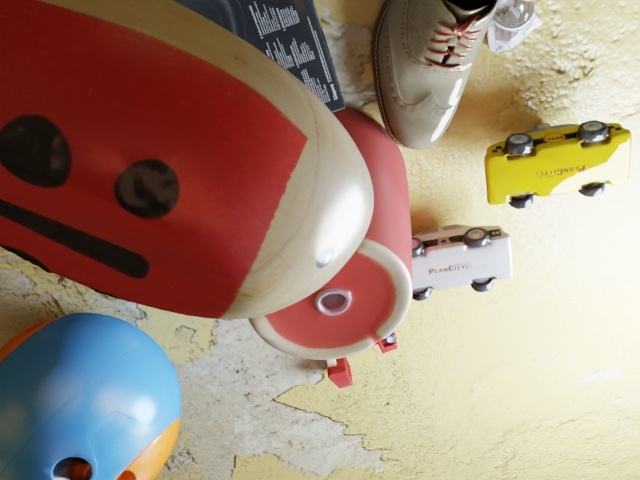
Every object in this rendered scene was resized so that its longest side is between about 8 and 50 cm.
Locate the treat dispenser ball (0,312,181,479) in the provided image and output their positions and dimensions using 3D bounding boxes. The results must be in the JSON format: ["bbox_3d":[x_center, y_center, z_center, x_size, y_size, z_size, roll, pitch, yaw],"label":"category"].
[{"bbox_3d":[-0.349,0.249,0.977,0.289,0.288,0.288,-3,127,-4],"label":"treat dispenser ball"}]

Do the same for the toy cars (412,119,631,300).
[{"bbox_3d":[0.248,-0.047,0.957,0.177,0.087,0.393,31,121,-21],"label":"toy cars"}]

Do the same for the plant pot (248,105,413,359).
[{"bbox_3d":[0.000,0.000,0.860,0.275,0.243,0.274,-4,127,-5],"label":"plant pot"}]

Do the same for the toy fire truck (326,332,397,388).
[{"bbox_3d":[0.052,0.153,1.102,0.135,0.047,0.192,-20,126,10],"label":"toy fire truck"}]

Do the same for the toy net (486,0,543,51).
[{"bbox_3d":[0.241,-0.322,0.769,0.122,0.045,0.232,11,125,-15],"label":"toy net"}]

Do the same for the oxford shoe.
[{"bbox_3d":[0.131,-0.243,0.762,0.123,0.130,0.348,-2,127,-6],"label":"oxford shoe"}]

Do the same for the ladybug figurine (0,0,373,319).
[{"bbox_3d":[-0.173,-0.061,0.573,0.450,0.161,0.305,23,144,-9],"label":"ladybug figurine"}]

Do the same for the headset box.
[{"bbox_3d":[-0.145,-0.218,0.761,0.294,0.110,0.218,-18,126,6],"label":"headset box"}]
